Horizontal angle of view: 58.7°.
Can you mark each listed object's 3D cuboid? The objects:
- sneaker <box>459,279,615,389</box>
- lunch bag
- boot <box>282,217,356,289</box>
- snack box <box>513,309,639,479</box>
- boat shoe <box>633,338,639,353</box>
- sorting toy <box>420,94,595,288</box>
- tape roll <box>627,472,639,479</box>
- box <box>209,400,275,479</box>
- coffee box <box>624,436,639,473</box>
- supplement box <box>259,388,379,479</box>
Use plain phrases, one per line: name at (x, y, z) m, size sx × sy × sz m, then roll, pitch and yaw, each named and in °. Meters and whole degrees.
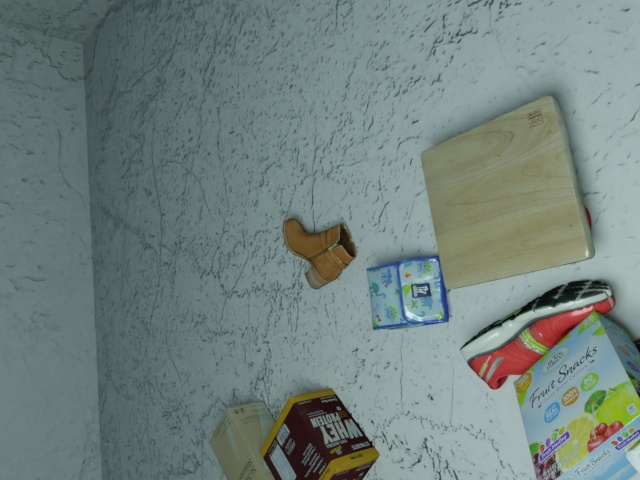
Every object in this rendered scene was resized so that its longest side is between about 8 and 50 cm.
sneaker at (0.357, 0.158, 0.912) m, size 0.118 × 0.107 × 0.279 m, roll 56°, pitch 133°, yaw 10°
lunch bag at (0.174, 0.105, 1.113) m, size 0.151 × 0.096 × 0.129 m, roll -13°, pitch 76°, yaw 33°
boot at (0.000, 0.000, 1.328) m, size 0.152 × 0.073 × 0.197 m, roll -43°, pitch 70°, yaw 40°
snack box at (0.354, 0.220, 0.759) m, size 0.174 × 0.070 × 0.207 m, roll -54°, pitch 7°, yaw 26°
boat shoe at (0.433, 0.191, 0.838) m, size 0.152 × 0.049 × 0.056 m, roll -47°, pitch 55°, yaw 36°
sorting toy at (0.314, -0.067, 0.954) m, size 0.257 × 0.089 × 0.255 m, roll -20°, pitch 74°, yaw 46°
tape roll at (0.412, 0.393, 0.685) m, size 0.246 × 0.169 × 0.246 m, roll -56°, pitch 14°, yaw 22°
box at (-0.145, 0.576, 1.431) m, size 0.311 × 0.121 × 0.148 m, roll 48°, pitch 122°, yaw 39°
coffee box at (0.560, 0.193, 0.476) m, size 0.334 × 0.337 × 0.338 m, roll 55°, pitch 128°, yaw 35°
supplement box at (-0.008, 0.475, 1.271) m, size 0.194 × 0.129 × 0.191 m, roll 48°, pitch 123°, yaw 38°
